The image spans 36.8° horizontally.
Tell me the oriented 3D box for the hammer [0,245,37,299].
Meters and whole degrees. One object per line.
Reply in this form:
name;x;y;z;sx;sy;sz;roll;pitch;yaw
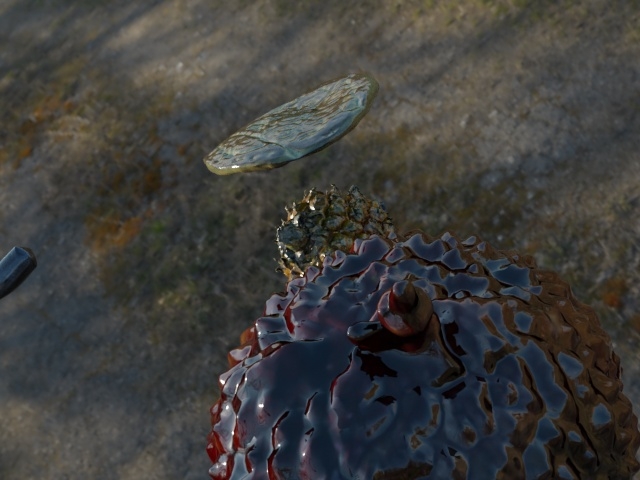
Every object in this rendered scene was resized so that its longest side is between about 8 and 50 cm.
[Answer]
hammer;-0.544;0.103;1.477;0.290;0.137;0.037;-41;19;15

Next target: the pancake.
pancake;-0.036;-0.147;1.227;0.250;0.031;0.250;-23;20;9

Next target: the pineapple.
pineapple;-0.002;0.003;1.223;0.161;0.136;0.176;-34;56;33

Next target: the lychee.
lychee;0.095;0.184;0.931;0.424;0.500;0.425;-2;46;3
